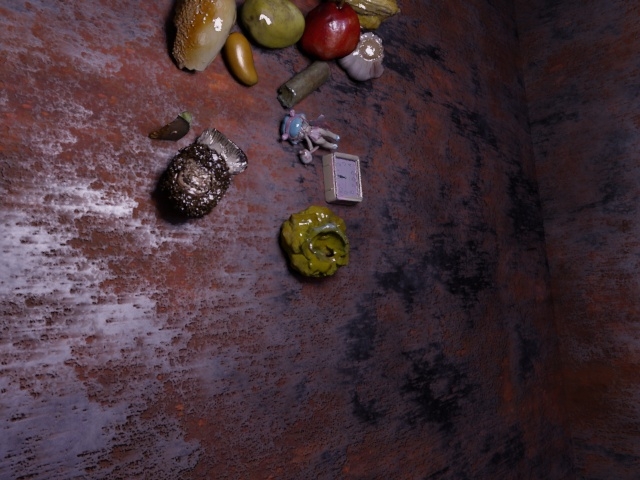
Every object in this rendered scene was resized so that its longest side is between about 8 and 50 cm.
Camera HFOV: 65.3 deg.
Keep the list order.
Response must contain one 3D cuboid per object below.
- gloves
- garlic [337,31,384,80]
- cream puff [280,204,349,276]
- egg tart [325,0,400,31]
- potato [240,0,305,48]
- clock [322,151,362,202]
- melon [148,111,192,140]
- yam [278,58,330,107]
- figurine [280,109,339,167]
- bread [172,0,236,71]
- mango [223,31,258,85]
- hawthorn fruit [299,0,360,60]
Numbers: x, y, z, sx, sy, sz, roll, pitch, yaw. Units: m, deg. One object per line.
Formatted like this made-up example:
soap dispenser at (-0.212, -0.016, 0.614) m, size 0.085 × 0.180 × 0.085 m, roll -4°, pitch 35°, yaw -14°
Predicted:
gloves at (-0.358, -0.195, 1.524) m, size 0.210 × 0.135 × 0.312 m, roll 54°, pitch 52°, yaw -20°
garlic at (0.179, -0.805, 2.084) m, size 0.207 × 0.207 × 0.256 m, roll 6°, pitch 73°, yaw -41°
cream puff at (0.001, 0.002, 1.774) m, size 0.282 × 0.185 × 0.281 m, roll 14°, pitch 69°, yaw -40°
egg tart at (0.150, -0.952, 2.048) m, size 0.352 × 0.352 × 0.149 m, roll -8°, pitch 125°, yaw -42°
potato at (-0.174, -0.788, 1.797) m, size 0.228 × 0.149 × 0.196 m, roll -38°, pitch 120°, yaw -38°
clock at (0.086, -0.242, 1.972) m, size 0.147 × 0.071 × 0.191 m, roll 3°, pitch 80°, yaw -41°
melon at (-0.421, -0.341, 1.470) m, size 0.098 × 0.182 × 0.054 m, roll -15°, pitch 91°, yaw -46°
yam at (-0.062, -0.597, 1.899) m, size 0.259 × 0.093 × 0.093 m, roll -48°, pitch 113°, yaw -37°
figurine at (-0.045, -0.384, 1.882) m, size 0.260 × 0.103 × 0.205 m, roll 9°, pitch 112°, yaw -42°
bread at (-0.363, -0.700, 1.582) m, size 0.171 × 0.192 × 0.313 m, roll 27°, pitch 65°, yaw -36°
mango at (-0.275, -0.621, 1.722) m, size 0.102 × 0.085 × 0.183 m, roll -37°, pitch 116°, yaw -44°
hawthorn fruit at (0.053, -0.810, 1.890) m, size 0.230 × 0.266 × 0.210 m, roll -8°, pitch 62°, yaw -34°
